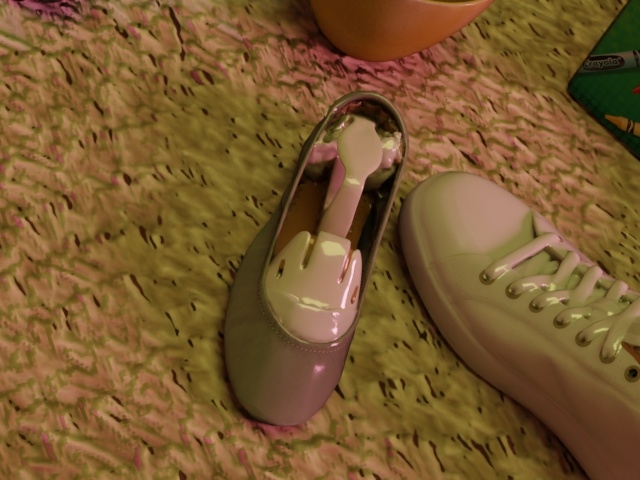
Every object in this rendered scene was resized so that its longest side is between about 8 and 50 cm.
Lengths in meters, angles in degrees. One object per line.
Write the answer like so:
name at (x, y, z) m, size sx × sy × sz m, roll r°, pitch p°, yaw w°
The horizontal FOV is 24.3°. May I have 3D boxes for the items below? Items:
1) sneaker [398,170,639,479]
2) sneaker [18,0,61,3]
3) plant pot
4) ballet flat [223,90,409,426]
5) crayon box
sneaker at (0.163, 0.053, 0.810) m, size 0.106 × 0.123 × 0.290 m, roll -30°, pitch 71°, yaw -34°
sneaker at (-0.251, -0.280, 0.875) m, size 0.343 × 0.134 × 0.146 m, roll 36°, pitch 43°, yaw -8°
plant pot at (0.042, -0.167, 0.927) m, size 0.134 × 0.095 × 0.134 m, roll 12°, pitch 54°, yaw -16°
ballet flat at (0.000, 0.000, 0.809) m, size 0.072 × 0.068 × 0.213 m, roll 23°, pitch 51°, yaw -7°
crayon box at (0.305, -0.183, 1.006) m, size 0.081 × 0.165 × 0.278 m, roll 45°, pitch 52°, yaw 12°
